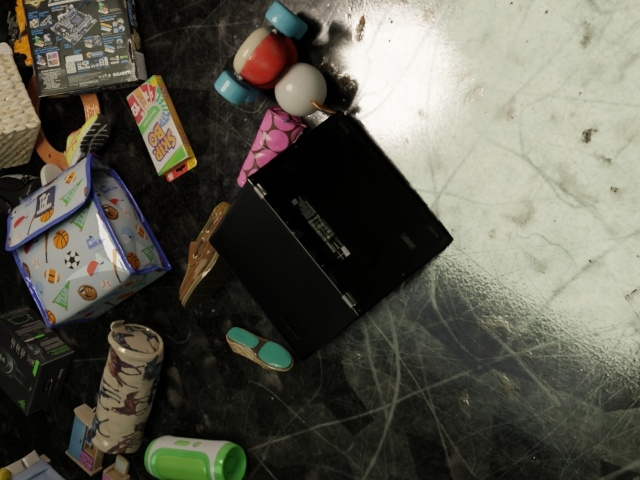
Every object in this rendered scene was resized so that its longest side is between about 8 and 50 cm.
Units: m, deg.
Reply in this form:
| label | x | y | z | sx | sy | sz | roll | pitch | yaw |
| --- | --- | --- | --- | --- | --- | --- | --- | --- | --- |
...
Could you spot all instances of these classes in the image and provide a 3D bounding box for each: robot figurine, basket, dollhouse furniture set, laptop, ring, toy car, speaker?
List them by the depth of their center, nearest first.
| label | x | y | z | sx | sy | sz | roll | pitch | yaw |
| --- | --- | --- | --- | --- | --- | --- | --- | --- | --- |
| toy car | -0.063 | -0.349 | 1.262 | 0.238 | 0.210 | 0.219 | 40 | 106 | -6 |
| laptop | 0.000 | 0.000 | 1.322 | 0.408 | 0.236 | 0.382 | -38 | 83 | -8 |
| robot figurine | -0.797 | -0.641 | 1.650 | 0.211 | 0.085 | 0.291 | 20 | 104 | 25 |
| speaker | -0.359 | 0.630 | 1.651 | 0.296 | 0.131 | 0.131 | -7 | 97 | 31 |
| basket | -1.033 | -0.356 | 1.675 | 0.331 | 0.328 | 0.266 | -25 | 90 | 54 |
| ring | -0.768 | -0.372 | 1.735 | 0.336 | 0.032 | 0.337 | 7 | 104 | 28 |
| dollhouse furniture set | -0.807 | 0.716 | 1.822 | 0.286 | 0.303 | 0.198 | 28 | 113 | 22 |

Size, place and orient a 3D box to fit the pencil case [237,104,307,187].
| label | x | y | z | sx | sy | sz | roll | pitch | yaw |
| --- | --- | --- | --- | --- | --- | --- | --- | --- | --- |
| pencil case | -0.116 | -0.207 | 1.363 | 0.098 | 0.095 | 0.209 | 26 | 117 | -6 |

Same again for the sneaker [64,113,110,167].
| label | x | y | z | sx | sy | sz | roll | pitch | yaw |
| --- | --- | --- | --- | --- | --- | --- | --- | --- | --- |
| sneaker | -0.674 | -0.287 | 1.636 | 0.208 | 0.081 | 0.094 | -48 | 70 | 26 |

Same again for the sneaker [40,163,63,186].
| label | x | y | z | sx | sy | sz | roll | pitch | yaw |
| --- | --- | --- | --- | --- | --- | --- | --- | --- | --- |
| sneaker | -0.822 | -0.099 | 1.772 | 0.151 | 0.094 | 0.256 | -11 | 104 | 31 |

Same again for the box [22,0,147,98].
| label | x | y | z | sx | sy | sz | roll | pitch | yaw |
| --- | --- | --- | --- | --- | --- | --- | --- | --- | --- |
| box | -0.631 | -0.546 | 1.542 | 0.295 | 0.073 | 0.293 | -7 | 95 | 9 |

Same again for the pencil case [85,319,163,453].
| label | x | y | z | sx | sy | sz | roll | pitch | yaw |
| --- | --- | --- | --- | --- | --- | --- | --- | --- | --- |
| pencil case | -0.585 | 0.439 | 1.721 | 0.183 | 0.160 | 0.410 | 23 | 112 | 9 |

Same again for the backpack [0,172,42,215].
| label | x | y | z | sx | sy | sz | roll | pitch | yaw |
| --- | --- | --- | --- | --- | --- | --- | --- | --- | --- |
| backpack | -0.944 | -0.143 | 1.834 | 0.182 | 0.115 | 0.152 | 14 | 95 | 28 |

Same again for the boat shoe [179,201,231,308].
| label | x | y | z | sx | sy | sz | roll | pitch | yaw |
| --- | --- | --- | --- | --- | --- | --- | --- | --- | --- |
| boat shoe | -0.287 | 0.039 | 1.507 | 0.104 | 0.110 | 0.307 | 43 | 108 | 20 |

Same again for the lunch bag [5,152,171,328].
| label | x | y | z | sx | sy | sz | roll | pitch | yaw |
| --- | --- | --- | --- | --- | --- | --- | --- | --- | --- |
| lunch bag | -0.668 | -0.003 | 1.607 | 0.327 | 0.239 | 0.385 | -30 | 81 | 13 |

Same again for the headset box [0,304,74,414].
| label | x | y | z | sx | sy | sz | roll | pitch | yaw |
| --- | --- | --- | --- | --- | --- | --- | --- | --- | --- |
| headset box | -0.990 | 0.410 | 1.964 | 0.283 | 0.131 | 0.246 | 37 | 117 | 18 |

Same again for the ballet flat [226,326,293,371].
| label | x | y | z | sx | sy | sz | roll | pitch | yaw |
| --- | --- | --- | --- | --- | --- | --- | --- | --- | --- |
| ballet flat | -0.156 | 0.293 | 1.509 | 0.206 | 0.073 | 0.067 | 26 | 139 | 26 |

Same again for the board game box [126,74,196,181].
| label | x | y | z | sx | sy | sz | roll | pitch | yaw |
| --- | --- | --- | --- | --- | --- | --- | --- | --- | --- |
| board game box | -0.427 | -0.296 | 1.554 | 0.124 | 0.039 | 0.259 | -24 | 90 | 32 |
